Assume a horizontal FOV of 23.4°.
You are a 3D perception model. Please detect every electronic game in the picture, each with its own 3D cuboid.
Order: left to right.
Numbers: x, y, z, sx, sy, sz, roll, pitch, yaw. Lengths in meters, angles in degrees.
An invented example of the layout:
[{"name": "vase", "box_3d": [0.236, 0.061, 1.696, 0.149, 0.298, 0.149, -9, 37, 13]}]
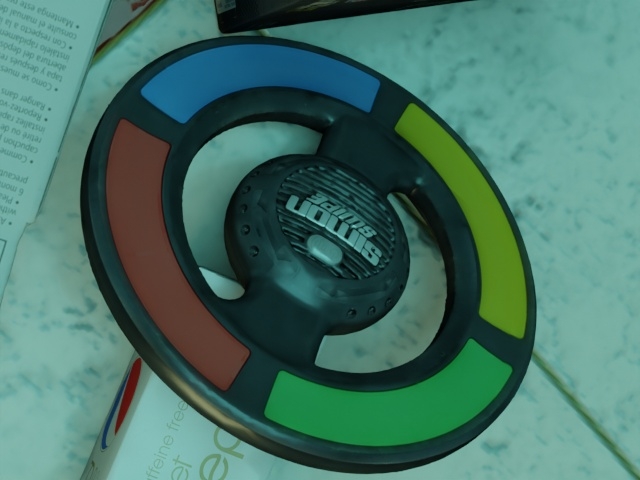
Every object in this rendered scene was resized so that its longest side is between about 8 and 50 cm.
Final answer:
[{"name": "electronic game", "box_3d": [0.000, 0.000, 0.711, 0.229, 0.048, 0.229, 16, 52, -22]}]

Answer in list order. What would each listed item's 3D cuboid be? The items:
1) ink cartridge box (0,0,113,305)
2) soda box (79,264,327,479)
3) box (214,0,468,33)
[{"name": "ink cartridge box", "box_3d": [-0.260, -0.057, 0.647, 0.296, 0.066, 0.261, 20, 85, -28]}, {"name": "soda box", "box_3d": [-0.074, 0.122, 0.735, 0.074, 0.069, 0.216, 24, 86, -14]}, {"name": "box", "box_3d": [0.060, -0.136, 0.678, 0.183, 0.233, 0.059, -10, 96, -15]}]
